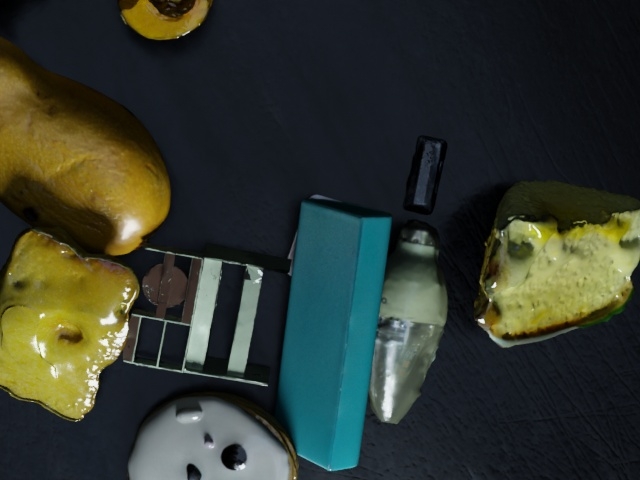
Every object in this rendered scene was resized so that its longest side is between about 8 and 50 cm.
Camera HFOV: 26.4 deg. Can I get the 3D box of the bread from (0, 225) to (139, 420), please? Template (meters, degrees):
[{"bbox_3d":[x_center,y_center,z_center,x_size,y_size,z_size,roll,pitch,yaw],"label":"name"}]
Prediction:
[{"bbox_3d":[-0.302,0.088,1.568,0.161,0.088,0.233,22,123,-13],"label":"bread"}]

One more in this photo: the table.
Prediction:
[{"bbox_3d":[-0.134,0.082,1.604,0.175,0.062,0.146,11,106,-2],"label":"table"}]

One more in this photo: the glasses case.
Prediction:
[{"bbox_3d":[0.016,0.107,1.601,0.070,0.117,0.301,-3,104,-41],"label":"glasses case"}]

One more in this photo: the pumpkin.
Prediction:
[{"bbox_3d":[-0.183,-0.327,1.590,0.119,0.107,0.183,-6,99,2],"label":"pumpkin"}]

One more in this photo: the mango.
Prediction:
[{"bbox_3d":[-0.302,-0.104,1.579,0.295,0.120,0.177,41,95,-3],"label":"mango"}]

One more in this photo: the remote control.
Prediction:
[{"bbox_3d":[0.129,-0.080,1.671,0.039,0.014,0.096,13,89,-5],"label":"remote control"}]

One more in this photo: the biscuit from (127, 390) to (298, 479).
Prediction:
[{"bbox_3d":[-0.131,0.270,1.607,0.208,0.049,0.181,1,93,14],"label":"biscuit"}]

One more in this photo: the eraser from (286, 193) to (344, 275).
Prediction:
[{"bbox_3d":[0.000,0.000,1.654,0.065,0.026,0.105,18,90,-3],"label":"eraser"}]

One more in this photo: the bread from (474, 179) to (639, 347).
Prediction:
[{"bbox_3d":[0.257,0.014,1.624,0.252,0.133,0.174,-11,124,-33],"label":"bread"}]

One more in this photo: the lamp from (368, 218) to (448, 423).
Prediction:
[{"bbox_3d":[0.099,0.098,1.629,0.101,0.101,0.250,11,94,-6],"label":"lamp"}]
